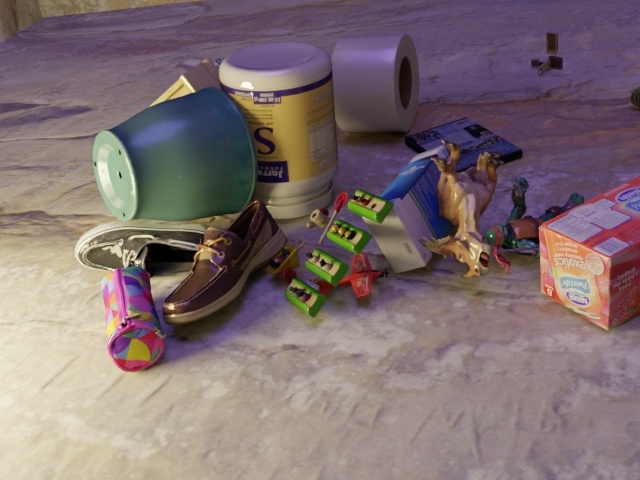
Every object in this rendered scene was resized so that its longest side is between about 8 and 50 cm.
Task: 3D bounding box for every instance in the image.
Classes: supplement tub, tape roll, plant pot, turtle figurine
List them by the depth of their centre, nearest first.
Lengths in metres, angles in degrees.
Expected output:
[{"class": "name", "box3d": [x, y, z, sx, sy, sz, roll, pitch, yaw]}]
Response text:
[{"class": "turtle figurine", "box3d": [0.386, -0.026, 1.425, 0.234, 0.118, 0.175, -6, 63, -19]}, {"class": "plant pot", "box3d": [-0.309, -0.156, 1.596, 0.255, 0.272, 0.271, -19, 30, -35]}, {"class": "supplement tub", "box3d": [-0.084, -0.239, 1.705, 0.240, 0.332, 0.241, -4, 29, 2]}, {"class": "tape roll", "box3d": [0.141, -0.399, 2.006, 0.169, 0.246, 0.246, 2, 33, 21]}]

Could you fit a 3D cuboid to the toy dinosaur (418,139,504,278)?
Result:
[{"class": "toy dinosaur", "box3d": [0.254, -0.064, 1.433, 0.127, 0.201, 0.296, 9, 20, 8]}]

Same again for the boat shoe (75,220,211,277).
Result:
[{"class": "boat shoe", "box3d": [-0.356, 0.030, 1.588, 0.301, 0.108, 0.102, 0, 30, 3]}]

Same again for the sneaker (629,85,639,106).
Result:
[{"class": "sneaker", "box3d": [0.800, -0.325, 1.855, 0.074, 0.063, 0.170, -24, 37, -34]}]

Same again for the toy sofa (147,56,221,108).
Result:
[{"class": "toy sofa", "box3d": [-0.340, -0.274, 1.871, 0.362, 0.150, 0.177, -31, 13, 37]}]

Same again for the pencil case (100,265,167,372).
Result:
[{"class": "pencil case", "box3d": [-0.338, 0.133, 1.403, 0.104, 0.105, 0.236, -17, 29, -12]}]

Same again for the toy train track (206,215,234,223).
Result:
[{"class": "toy train track", "box3d": [-0.226, -0.055, 1.768, 0.083, 0.014, 0.048, 20, 42, 40]}]

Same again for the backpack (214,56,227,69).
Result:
[{"class": "backpack", "box3d": [-0.172, -0.389, 2.142, 0.276, 0.213, 0.263, -16, 41, -15]}]

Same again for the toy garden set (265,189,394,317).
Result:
[{"class": "toy garden set", "box3d": [0.000, 0.000, 1.444, 0.244, 0.049, 0.203, -55, 29, -4]}]

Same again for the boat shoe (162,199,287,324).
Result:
[{"class": "boat shoe", "box3d": [-0.191, 0.031, 1.484, 0.123, 0.123, 0.342, -4, 27, 39]}]

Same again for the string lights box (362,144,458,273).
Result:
[{"class": "string lights box", "box3d": [0.195, -0.065, 1.524, 0.076, 0.133, 0.260, -18, 20, 40]}]

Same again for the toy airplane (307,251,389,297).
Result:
[{"class": "toy airplane", "box3d": [0.053, 0.073, 1.453, 0.151, 0.028, 0.151, -8, 29, 5]}]

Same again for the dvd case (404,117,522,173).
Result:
[{"class": "dvd case", "box3d": [0.334, -0.223, 1.871, 0.180, 0.022, 0.253, -19, 32, -13]}]

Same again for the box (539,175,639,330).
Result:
[{"class": "box", "box3d": [0.526, 0.004, 1.310, 0.299, 0.142, 0.154, -24, 33, -23]}]

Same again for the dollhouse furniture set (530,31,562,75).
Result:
[{"class": "dollhouse furniture set", "box3d": [0.616, -0.522, 2.197, 0.091, 0.114, 0.081, 22, 47, 39]}]
